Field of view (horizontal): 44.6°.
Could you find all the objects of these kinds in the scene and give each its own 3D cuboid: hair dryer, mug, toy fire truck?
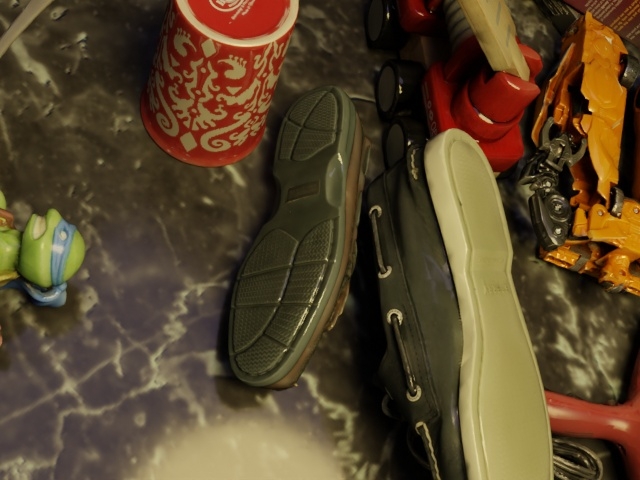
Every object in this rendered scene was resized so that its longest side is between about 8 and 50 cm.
[{"bbox_3d":[0.240,0.153,0.660,0.293,0.080,0.223,-34,82,-26],"label":"hair dryer"},{"bbox_3d":[-0.084,-0.163,0.634,0.113,0.169,0.150,1,70,-16],"label":"mug"},{"bbox_3d":[0.122,-0.184,0.662,0.159,0.246,0.217,0,70,-17],"label":"toy fire truck"}]

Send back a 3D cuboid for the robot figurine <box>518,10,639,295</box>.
[{"bbox_3d":[0.293,-0.075,0.763,0.211,0.085,0.291,21,64,-8],"label":"robot figurine"}]

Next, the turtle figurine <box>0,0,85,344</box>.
[{"bbox_3d":[-0.295,-0.058,0.502,0.266,0.274,0.197,-1,54,-8],"label":"turtle figurine"}]

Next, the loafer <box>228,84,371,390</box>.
[{"bbox_3d":[0.000,0.000,0.643,0.084,0.096,0.267,38,56,-45],"label":"loafer"}]

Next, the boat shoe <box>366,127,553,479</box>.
[{"bbox_3d":[0.092,0.087,0.606,0.127,0.113,0.340,6,71,-52],"label":"boat shoe"}]

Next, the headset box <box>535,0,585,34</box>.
[{"bbox_3d":[0.277,-0.270,0.863,0.083,0.032,0.062,-31,80,-26],"label":"headset box"}]

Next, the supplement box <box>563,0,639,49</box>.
[{"bbox_3d":[0.295,-0.302,0.816,0.188,0.081,0.104,31,62,-3],"label":"supplement box"}]
